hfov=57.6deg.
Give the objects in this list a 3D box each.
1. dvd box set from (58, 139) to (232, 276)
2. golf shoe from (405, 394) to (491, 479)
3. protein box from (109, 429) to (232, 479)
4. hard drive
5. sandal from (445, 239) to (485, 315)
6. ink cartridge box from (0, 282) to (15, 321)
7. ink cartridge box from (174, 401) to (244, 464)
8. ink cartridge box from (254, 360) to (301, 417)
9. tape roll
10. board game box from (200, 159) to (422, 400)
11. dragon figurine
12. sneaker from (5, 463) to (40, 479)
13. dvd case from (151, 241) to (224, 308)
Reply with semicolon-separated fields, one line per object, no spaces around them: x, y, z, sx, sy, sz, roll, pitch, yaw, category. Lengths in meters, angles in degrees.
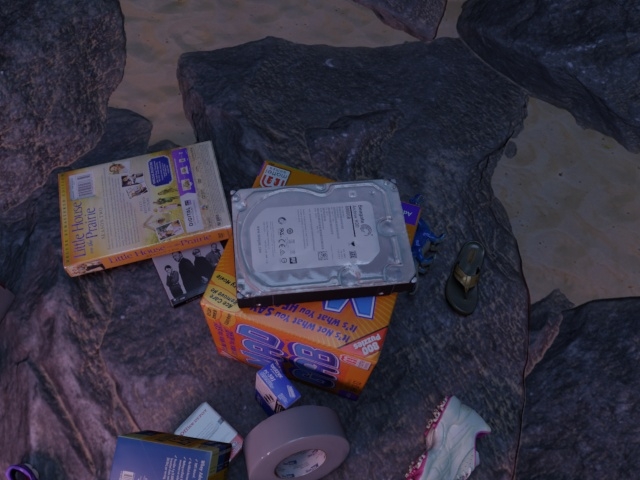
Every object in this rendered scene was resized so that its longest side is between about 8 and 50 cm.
-0.459;-0.092;1.525;0.420;0.062;0.307;-15;58;-8;dvd box set
0.274;0.498;1.279;0.140;0.115;0.306;29;67;7;golf shoe
-0.310;0.507;1.185;0.201;0.136;0.200;6;78;10;protein box
0.000;0.000;1.132;0.339;0.064;0.237;-4;63;-7;hard drive
0.385;0.087;1.510;0.090;0.060;0.219;22;65;8;sandal
-0.856;0.139;1.376;0.176;0.128;0.127;16;64;4;ink cartridge box
-0.244;0.446;1.302;0.135;0.056;0.099;40;69;15;ink cartridge box
-0.097;0.343;1.275;0.046;0.207;0.097;-35;71;-23;ink cartridge box
-0.051;0.438;1.222;0.219;0.219;0.072;-16;46;-11;tape roll
-0.016;0.103;1.314;0.356;0.356;0.356;17;64;5;board game box
0.234;0.014;1.523;0.144;0.085;0.289;24;65;8;dragon figurine
-0.606;0.540;1.228;0.170;0.071;0.068;35;67;12;sneaker
-0.343;0.036;1.511;0.179;0.029;0.238;-24;67;-14;dvd case
